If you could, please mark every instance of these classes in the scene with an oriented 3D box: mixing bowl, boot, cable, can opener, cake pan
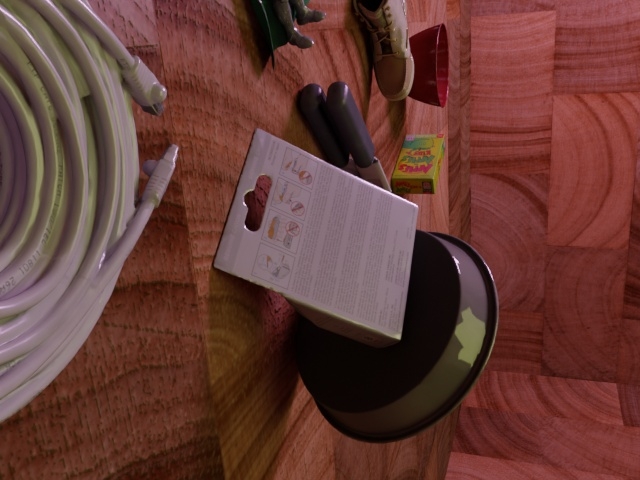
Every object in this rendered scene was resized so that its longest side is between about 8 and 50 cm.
[{"bbox_3d":[0.223,-0.381,1.381,0.181,0.098,0.181,1,90,-70],"label":"mixing bowl"},{"bbox_3d":[0.111,-0.364,1.098,0.165,0.077,0.213,2,85,-71],"label":"boot"},{"bbox_3d":[-0.184,-0.037,0.282,0.257,0.089,0.256,64,34,-52],"label":"cable"},{"bbox_3d":[0.041,-0.114,0.930,0.283,0.076,0.095,53,42,-59],"label":"can opener"},{"bbox_3d":[0.081,0.105,0.798,0.054,0.293,0.293,37,54,-37],"label":"cake pan"}]

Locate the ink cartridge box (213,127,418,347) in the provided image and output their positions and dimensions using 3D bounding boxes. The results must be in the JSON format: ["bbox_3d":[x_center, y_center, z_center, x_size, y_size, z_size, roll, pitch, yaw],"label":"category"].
[{"bbox_3d":[0.000,0.000,0.730,0.066,0.233,0.188,-43,-150,57],"label":"ink cartridge box"}]

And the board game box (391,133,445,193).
[{"bbox_3d":[0.224,-0.175,1.415,0.181,0.092,0.043,-67,152,-45],"label":"board game box"}]

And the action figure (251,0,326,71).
[{"bbox_3d":[-0.056,-0.313,0.661,0.232,0.064,0.137,59,41,-52],"label":"action figure"}]
